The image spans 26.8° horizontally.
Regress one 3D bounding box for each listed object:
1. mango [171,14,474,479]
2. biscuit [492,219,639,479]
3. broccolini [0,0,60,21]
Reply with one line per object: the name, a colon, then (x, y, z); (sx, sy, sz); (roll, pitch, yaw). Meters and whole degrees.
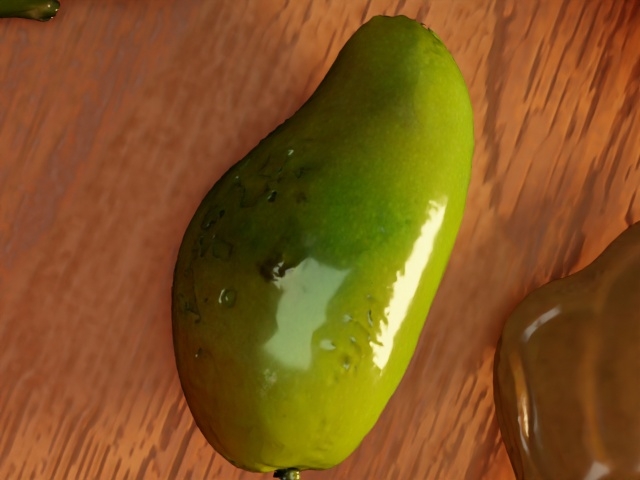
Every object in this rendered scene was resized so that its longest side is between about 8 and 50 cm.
mango: (0.000, 0.000, 0.657); (0.125, 0.111, 0.233); (19, 86, -16)
biscuit: (0.245, 0.144, 0.663); (0.312, 0.057, 0.351); (-2, 73, 7)
broccolini: (-0.121, -0.142, 0.664); (0.216, 0.067, 0.058); (-14, 90, -2)
